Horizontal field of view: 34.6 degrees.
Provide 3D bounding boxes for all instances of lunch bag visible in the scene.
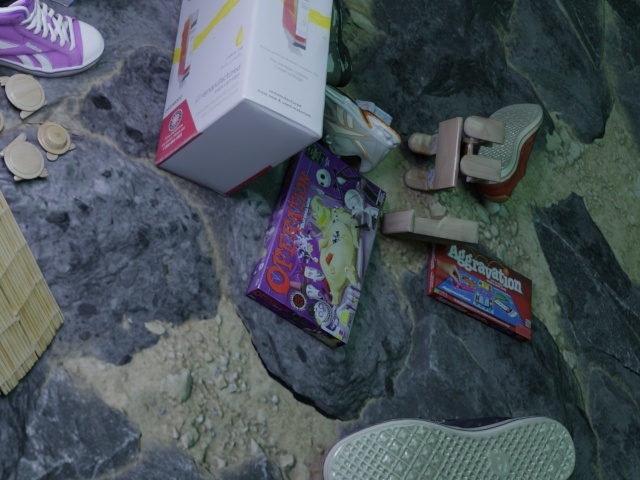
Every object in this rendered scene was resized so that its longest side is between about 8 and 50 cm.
[{"bbox_3d":[0.094,-0.235,2.050,0.083,0.053,0.071,34,51,-14],"label":"lunch bag"}]

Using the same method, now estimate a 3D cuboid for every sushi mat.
[{"bbox_3d":[-0.439,0.053,1.373,0.151,0.019,0.316,-60,148,-41],"label":"sushi mat"}]

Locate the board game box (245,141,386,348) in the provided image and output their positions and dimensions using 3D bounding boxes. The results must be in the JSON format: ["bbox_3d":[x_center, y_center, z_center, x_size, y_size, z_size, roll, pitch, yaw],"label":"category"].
[{"bbox_3d":[0.000,0.000,1.873,0.208,0.056,0.347,31,54,-22],"label":"board game box"}]

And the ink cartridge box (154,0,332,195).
[{"bbox_3d":[-0.125,-0.312,1.742,0.160,0.279,0.384,23,58,-31],"label":"ink cartridge box"}]

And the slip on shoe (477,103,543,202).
[{"bbox_3d":[0.419,-0.204,2.288,0.331,0.123,0.101,-60,145,-44],"label":"slip on shoe"}]

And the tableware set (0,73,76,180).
[{"bbox_3d":[-0.457,-0.174,1.576,0.168,0.020,0.141,55,45,-6],"label":"tableware set"}]

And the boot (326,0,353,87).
[{"bbox_3d":[-0.036,-0.408,2.000,0.161,0.083,0.246,-5,74,-36],"label":"boot"}]

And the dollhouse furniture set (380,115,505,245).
[{"bbox_3d":[0.225,-0.122,2.007,0.161,0.212,0.242,9,83,-25],"label":"dollhouse furniture set"}]

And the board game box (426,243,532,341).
[{"bbox_3d":[0.335,0.097,2.128,0.281,0.027,0.145,26,55,-30],"label":"board game box"}]

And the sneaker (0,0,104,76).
[{"bbox_3d":[-0.434,-0.330,1.568,0.282,0.161,0.102,-3,72,-42],"label":"sneaker"}]

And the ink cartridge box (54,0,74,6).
[{"bbox_3d":[-0.433,-0.539,1.650,0.168,0.171,0.232,16,62,-35],"label":"ink cartridge box"}]

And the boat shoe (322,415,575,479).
[{"bbox_3d":[0.219,0.401,1.818,0.500,0.156,0.187,-2,77,-29],"label":"boat shoe"}]

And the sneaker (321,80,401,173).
[{"bbox_3d":[0.028,-0.218,1.944,0.262,0.121,0.099,34,9,-22],"label":"sneaker"}]
